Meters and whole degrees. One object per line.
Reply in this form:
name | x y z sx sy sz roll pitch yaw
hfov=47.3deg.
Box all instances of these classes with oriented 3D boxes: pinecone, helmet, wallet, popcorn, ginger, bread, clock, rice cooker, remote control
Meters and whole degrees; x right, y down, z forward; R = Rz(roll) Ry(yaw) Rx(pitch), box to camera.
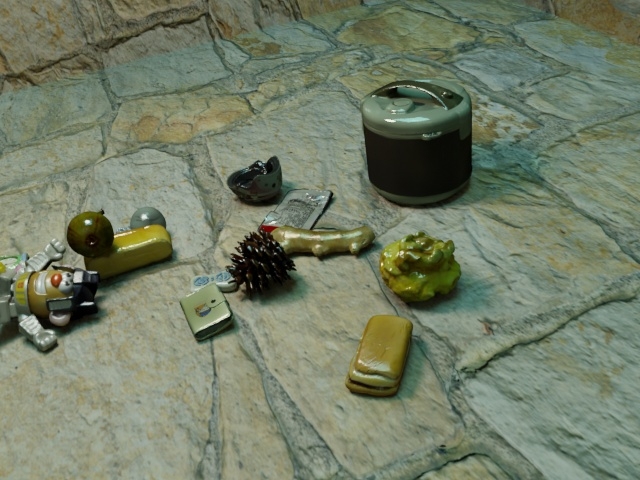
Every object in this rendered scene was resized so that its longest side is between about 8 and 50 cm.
pinecone | -0.161 0.064 1.840 0.165 0.163 0.163 -38 38 -4
helmet | -0.190 -0.175 2.248 0.177 0.107 0.153 -12 31 33
wallet | -0.278 0.173 1.795 0.110 0.039 0.155 -28 37 -8
popcorn | 0.233 0.056 1.748 0.198 0.155 0.197 -12 21 5
ginger | -0.001 -0.002 1.971 0.299 0.065 0.118 -4 47 10
bread | -0.532 0.032 2.027 0.246 0.102 0.094 -19 40 -10
clock | -0.888 0.117 1.990 0.196 0.100 0.194 -16 30 -14
rice cooker | 0.280 -0.307 2.121 0.335 0.325 0.335 -7 34 5
bread | 0.128 0.243 1.569 0.116 0.077 0.200 10 38 14
remote control | -0.279 0.111 1.901 0.122 0.032 0.074 -11 33 -4

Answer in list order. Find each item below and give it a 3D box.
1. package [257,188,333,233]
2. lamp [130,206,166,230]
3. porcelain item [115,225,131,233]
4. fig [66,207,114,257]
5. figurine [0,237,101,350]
package | -0.073 -0.084 2.142 0.154 0.030 0.239 8 37 23
lamp | -0.502 -0.046 2.128 0.105 0.105 0.105 -7 33 4
porcelain item | -0.572 -0.028 2.187 0.083 0.028 0.036 -6 36 7
fig | -0.619 -0.042 1.977 0.124 0.124 0.236 -14 28 -6
figurine | -0.705 0.134 1.860 0.309 0.308 0.143 -18 -9 -13
